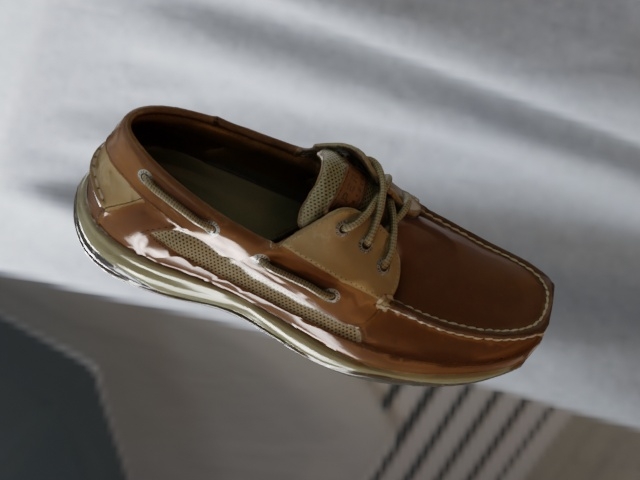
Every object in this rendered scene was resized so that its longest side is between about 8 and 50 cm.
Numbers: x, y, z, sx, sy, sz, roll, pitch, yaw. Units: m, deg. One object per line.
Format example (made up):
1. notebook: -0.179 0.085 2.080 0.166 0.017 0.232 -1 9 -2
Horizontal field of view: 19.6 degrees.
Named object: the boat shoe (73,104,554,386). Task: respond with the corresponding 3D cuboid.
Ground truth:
1. boat shoe: 0.000 0.000 1.211 0.120 0.324 0.122 114 170 -50
